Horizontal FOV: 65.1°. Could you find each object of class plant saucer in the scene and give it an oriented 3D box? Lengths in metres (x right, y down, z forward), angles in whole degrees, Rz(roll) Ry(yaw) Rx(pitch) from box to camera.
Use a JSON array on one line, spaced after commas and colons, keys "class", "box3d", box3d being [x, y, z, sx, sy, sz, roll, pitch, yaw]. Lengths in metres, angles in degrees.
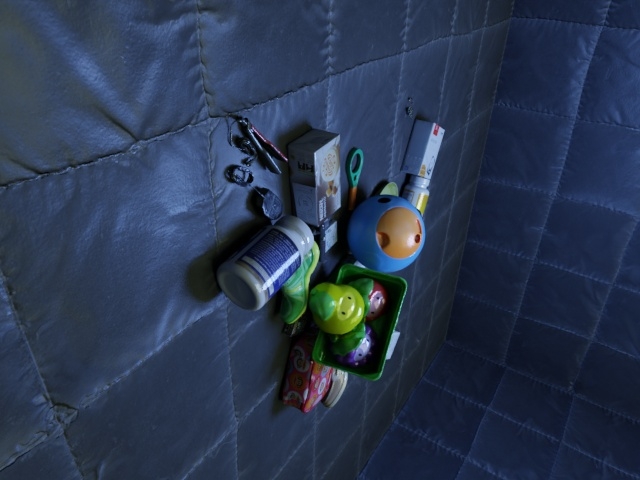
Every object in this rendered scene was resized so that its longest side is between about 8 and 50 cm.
[{"class": "plant saucer", "box3d": [0.254, -0.129, 2.084, 0.241, 0.037, 0.241, -42, 141, -45]}]

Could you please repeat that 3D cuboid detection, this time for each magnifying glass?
[{"class": "magnifying glass", "box3d": [0.118, -0.217, 1.795, 0.092, 0.026, 0.231, -37, 136, -48]}]

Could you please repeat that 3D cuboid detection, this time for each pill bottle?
[{"class": "pill bottle", "box3d": [-0.140, 0.052, 1.351, 0.265, 0.153, 0.153, -46, 144, -38]}, {"class": "pill bottle", "box3d": [0.424, -0.185, 2.271, 0.117, 0.117, 0.209, -1, 108, -61]}]

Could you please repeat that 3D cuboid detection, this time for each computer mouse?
[{"class": "computer mouse", "box3d": [-0.172, -0.123, 1.315, 0.242, 0.041, 0.071, 47, 57, -53]}]

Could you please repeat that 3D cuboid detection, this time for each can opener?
[{"class": "can opener", "box3d": [0.000, 0.000, 1.672, 0.073, 0.059, 0.186, -16, 131, -21]}]

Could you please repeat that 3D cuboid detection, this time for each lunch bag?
[{"class": "lunch bag", "box3d": [-0.024, 0.473, 1.890, 0.258, 0.120, 0.293, -15, 120, -63]}]

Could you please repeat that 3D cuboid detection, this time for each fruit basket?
[{"class": "fruit basket", "box3d": [0.113, 0.256, 1.690, 0.392, 0.282, 0.392, 15, 90, -75]}]

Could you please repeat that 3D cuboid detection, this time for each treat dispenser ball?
[{"class": "treat dispenser ball", "box3d": [0.240, -0.026, 1.851, 0.288, 0.288, 0.288, -40, 140, -45]}]

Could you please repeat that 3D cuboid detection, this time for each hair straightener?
[{"class": "hair straightener", "box3d": [-0.158, -0.225, 1.252, 0.089, 0.047, 0.230, -64, 152, -12]}]

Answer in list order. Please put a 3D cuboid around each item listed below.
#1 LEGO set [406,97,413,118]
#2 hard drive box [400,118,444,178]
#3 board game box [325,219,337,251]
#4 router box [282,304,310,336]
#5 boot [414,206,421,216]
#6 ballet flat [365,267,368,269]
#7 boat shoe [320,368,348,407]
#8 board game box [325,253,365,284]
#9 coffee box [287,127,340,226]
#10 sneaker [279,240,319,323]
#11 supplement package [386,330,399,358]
[{"class": "LEGO set", "box3d": [0.361, -0.537, 2.038, 0.054, 0.023, 0.083, -5, 99, -63]}, {"class": "hard drive box", "box3d": [0.453, -0.400, 2.217, 0.181, 0.089, 0.232, -3, 110, -61]}, {"class": "board game box", "box3d": [0.027, -0.013, 1.760, 0.090, 0.020, 0.090, -42, 141, -41]}, {"class": "router box", "box3d": [-0.078, 0.265, 1.730, 0.092, 0.038, 0.123, 9, 99, -63]}, {"class": "boot", "box3d": [0.327, 0.040, 2.176, 0.260, 0.131, 0.348, -54, 154, -46]}, {"class": "ballet flat", "box3d": [0.249, 0.222, 2.133, 0.123, 0.123, 0.349, -50, 122, -35]}, {"class": "boat shoe", "box3d": [0.052, 0.516, 2.073, 0.110, 0.121, 0.341, 20, 84, -25]}, {"class": "board game box", "box3d": [0.123, 0.250, 1.965, 0.242, 0.064, 0.317, -48, 129, -36]}, {"class": "coffee box", "box3d": [-0.015, -0.186, 1.485, 0.141, 0.098, 0.247, -42, 141, -43]}, {"class": "sneaker", "box3d": [-0.095, 0.123, 1.566, 0.123, 0.109, 0.296, -1, 116, -32]}, {"class": "supplement package", "box3d": [0.242, 0.446, 2.235, 0.244, 0.139, 0.134, 22, 90, -63]}]
